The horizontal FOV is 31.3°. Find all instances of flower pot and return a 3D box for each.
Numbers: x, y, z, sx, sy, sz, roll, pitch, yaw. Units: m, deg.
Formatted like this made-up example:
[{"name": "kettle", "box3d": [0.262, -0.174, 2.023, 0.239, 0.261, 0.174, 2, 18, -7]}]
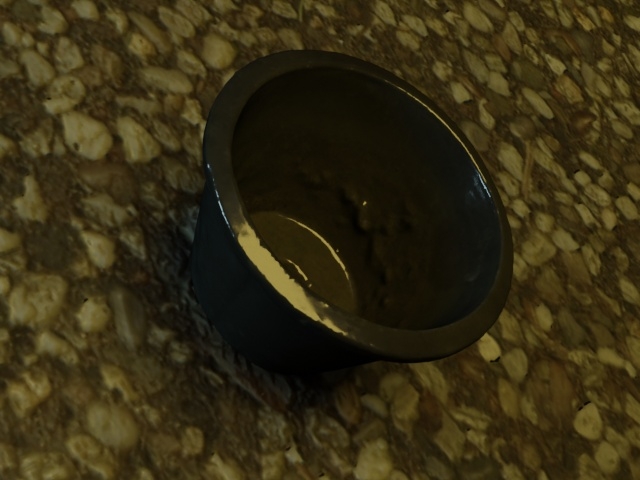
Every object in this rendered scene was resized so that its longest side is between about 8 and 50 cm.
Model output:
[{"name": "flower pot", "box3d": [0.000, 0.000, 0.898, 0.269, 0.166, 0.269, 18, 53, -25]}]
